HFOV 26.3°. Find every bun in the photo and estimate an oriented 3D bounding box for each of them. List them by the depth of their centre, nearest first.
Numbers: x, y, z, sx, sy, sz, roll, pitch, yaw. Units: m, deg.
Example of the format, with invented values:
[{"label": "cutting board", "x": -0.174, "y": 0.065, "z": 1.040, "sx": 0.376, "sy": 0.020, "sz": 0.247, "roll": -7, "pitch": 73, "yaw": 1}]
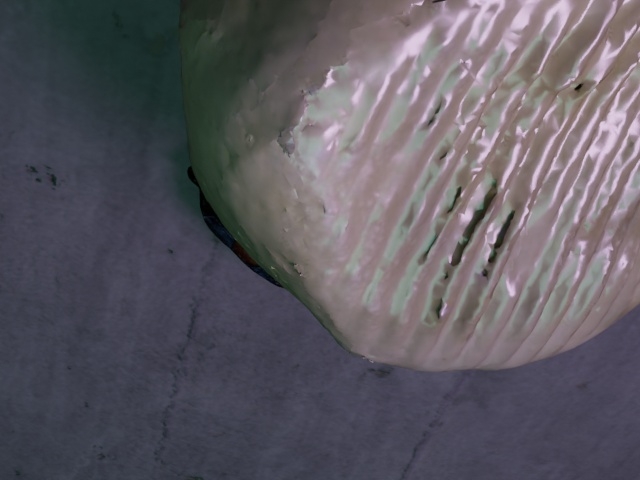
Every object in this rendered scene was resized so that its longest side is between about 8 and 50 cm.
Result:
[{"label": "bun", "x": 0.094, "y": -0.086, "z": 0.797, "sx": 0.362, "sy": 0.234, "sz": 0.326, "roll": -13, "pitch": 120, "yaw": -18}]

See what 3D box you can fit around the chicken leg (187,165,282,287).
[{"label": "chicken leg", "x": 0.000, "y": 0.000, "z": 1.093, "sx": 0.253, "sy": 0.051, "sz": 0.106, "roll": 26, "pitch": 134, "yaw": -27}]
